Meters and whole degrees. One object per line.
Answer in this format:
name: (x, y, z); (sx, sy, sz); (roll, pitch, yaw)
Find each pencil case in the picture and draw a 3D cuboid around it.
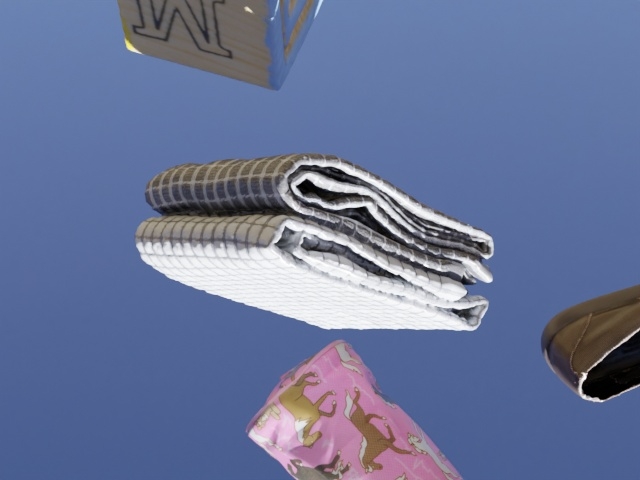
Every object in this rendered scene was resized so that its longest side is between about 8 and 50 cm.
pencil case: (0.092, 0.280, 1.603); (0.386, 0.167, 0.160); (45, -120, 6)

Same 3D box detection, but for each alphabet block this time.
alphabet block: (-0.111, -0.317, 1.704); (0.197, 0.193, 0.192); (16, -122, 11)

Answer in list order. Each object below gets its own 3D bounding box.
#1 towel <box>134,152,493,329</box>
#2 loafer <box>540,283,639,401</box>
towel: (0.000, 0.000, 1.405); (0.283, 0.121, 0.235); (19, 166, -38)
loafer: (0.451, 0.106, 1.778); (0.366, 0.134, 0.130); (-27, -147, 14)
